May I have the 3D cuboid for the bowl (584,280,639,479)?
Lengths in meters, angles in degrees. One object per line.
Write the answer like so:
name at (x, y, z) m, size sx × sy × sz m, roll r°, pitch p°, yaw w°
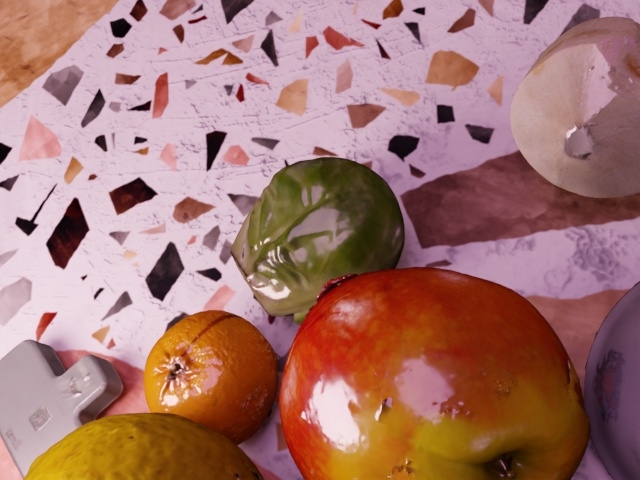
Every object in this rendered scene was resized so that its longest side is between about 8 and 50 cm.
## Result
bowl at (0.464, 0.172, 1.245) m, size 0.345 × 0.157 × 0.346 m, roll -3°, pitch 80°, yaw 19°

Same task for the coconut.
coconut at (0.368, -0.170, 1.432) m, size 0.241 × 0.241 × 0.241 m, roll -8°, pitch 64°, yaw 18°

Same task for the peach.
peach at (0.127, 0.191, 1.318) m, size 0.370 × 0.370 × 0.370 m, roll -8°, pitch 64°, yaw 18°

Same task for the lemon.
lemon at (-0.230, 0.385, 1.361) m, size 0.387 × 0.350 × 0.350 m, roll 5°, pitch 69°, yaw 26°

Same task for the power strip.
power strip at (-0.384, 0.254, 1.640) m, size 0.193 × 0.059 × 0.265 m, roll -41°, pitch 59°, yaw 5°

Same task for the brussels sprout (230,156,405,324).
brussels sprout at (0.000, 0.000, 1.521) m, size 0.244 × 0.244 × 0.244 m, roll -8°, pitch 64°, yaw 18°

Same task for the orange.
orange at (-0.153, 0.190, 1.520) m, size 0.193 × 0.161 × 0.193 m, roll -6°, pitch 66°, yaw 14°
